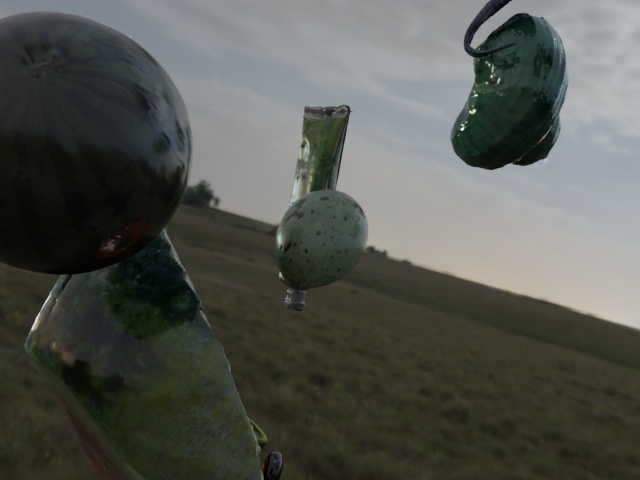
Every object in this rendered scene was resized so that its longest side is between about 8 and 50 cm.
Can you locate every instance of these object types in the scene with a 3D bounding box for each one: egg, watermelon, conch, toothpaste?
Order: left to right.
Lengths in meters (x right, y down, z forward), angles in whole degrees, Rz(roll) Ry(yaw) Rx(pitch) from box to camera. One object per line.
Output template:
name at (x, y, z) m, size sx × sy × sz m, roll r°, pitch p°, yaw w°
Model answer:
watermelon at (-0.206, -0.073, 0.624) m, size 0.212 × 0.212 × 0.212 m, roll 15°, pitch 0°, yaw 0°
watermelon at (-0.145, 0.128, 0.757) m, size 0.310 × 0.193 × 0.231 m, roll 50°, pitch -32°, yaw 11°
toothpaste at (-0.013, -0.040, 0.926) m, size 0.078 × 0.247 × 0.047 m, roll 8°, pitch -2°, yaw 44°
egg at (0.000, 0.000, 0.747) m, size 0.085 × 0.110 × 0.085 m, roll 17°, pitch -37°, yaw 14°
conch at (0.262, -0.174, 1.042) m, size 0.134 × 0.196 × 0.202 m, roll 55°, pitch 8°, yaw 23°

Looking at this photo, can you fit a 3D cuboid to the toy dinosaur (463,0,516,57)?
toy dinosaur at (0.291, -0.379, 0.953) m, size 0.076 × 0.363 × 0.147 m, roll 39°, pitch 14°, yaw -14°

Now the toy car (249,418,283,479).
toy car at (-0.169, 0.343, 1.056) m, size 0.200 × 0.142 × 0.248 m, roll 25°, pitch 29°, yaw -5°
